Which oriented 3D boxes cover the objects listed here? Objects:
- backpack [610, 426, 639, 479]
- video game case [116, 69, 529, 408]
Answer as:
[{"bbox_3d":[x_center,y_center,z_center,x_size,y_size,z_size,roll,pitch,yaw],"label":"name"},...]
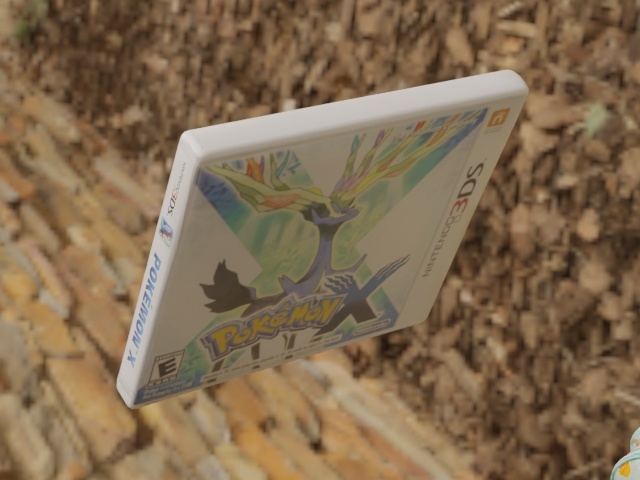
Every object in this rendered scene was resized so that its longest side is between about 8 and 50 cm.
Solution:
[{"bbox_3d":[0.266,0.134,0.920,0.152,0.115,0.182,56,156,-8],"label":"backpack"},{"bbox_3d":[0.000,0.000,1.291,0.036,0.329,0.300,54,142,32],"label":"video game case"}]
